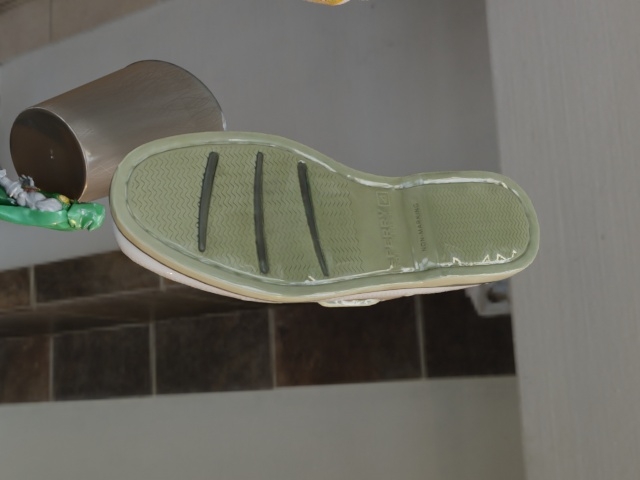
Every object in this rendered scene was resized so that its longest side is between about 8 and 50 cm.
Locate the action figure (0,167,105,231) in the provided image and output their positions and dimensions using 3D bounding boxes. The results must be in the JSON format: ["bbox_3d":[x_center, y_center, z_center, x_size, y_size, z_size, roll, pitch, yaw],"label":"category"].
[{"bbox_3d":[-0.352,-0.048,0.980,0.232,0.063,0.137,14,176,7],"label":"action figure"}]

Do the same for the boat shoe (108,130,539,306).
[{"bbox_3d":[0.000,0.000,0.602,0.302,0.113,0.103,7,161,-23],"label":"boat shoe"}]

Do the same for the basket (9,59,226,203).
[{"bbox_3d":[-0.268,-0.134,1.119,0.204,0.154,0.227,20,-150,22],"label":"basket"}]

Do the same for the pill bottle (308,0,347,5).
[{"bbox_3d":[-0.008,-0.361,1.092,0.118,0.117,0.208,-13,174,44],"label":"pill bottle"}]
